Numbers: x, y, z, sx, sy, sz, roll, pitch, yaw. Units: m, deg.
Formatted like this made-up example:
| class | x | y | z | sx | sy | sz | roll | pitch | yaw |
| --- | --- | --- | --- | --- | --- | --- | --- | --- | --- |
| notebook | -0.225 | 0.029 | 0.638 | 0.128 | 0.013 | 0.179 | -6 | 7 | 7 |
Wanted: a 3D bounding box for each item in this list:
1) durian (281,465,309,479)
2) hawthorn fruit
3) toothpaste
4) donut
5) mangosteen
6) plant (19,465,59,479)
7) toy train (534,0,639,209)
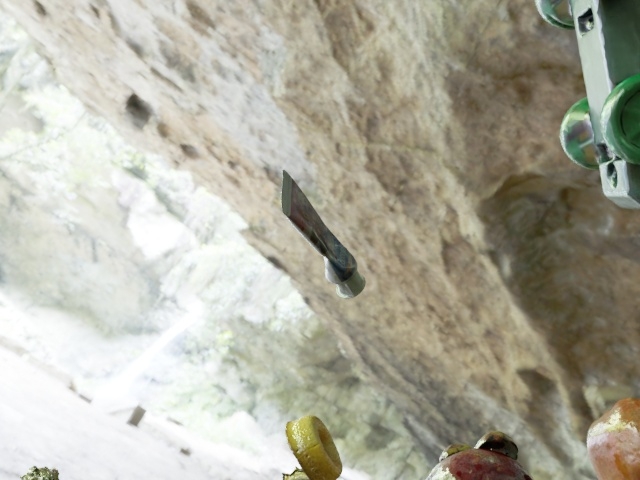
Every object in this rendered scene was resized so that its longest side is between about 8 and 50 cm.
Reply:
| class | x | y | z | sx | sy | sz | roll | pitch | yaw |
| --- | --- | --- | --- | --- | --- | --- | --- | --- | --- |
| durian | -0.001 | 0.607 | 1.713 | 0.224 | 0.140 | 0.078 | 39 | 0 | 26 |
| hawthorn fruit | 0.637 | 0.437 | 1.446 | 0.210 | 0.210 | 0.262 | 42 | 21 | -42 |
| toothpaste | 0.000 | 0.000 | 1.269 | 0.061 | 0.096 | 0.266 | -20 | -47 | 17 |
| donut | -0.009 | 0.420 | 1.523 | 0.152 | 0.058 | 0.152 | 57 | 10 | -16 |
| mangosteen | 0.294 | 0.454 | 1.368 | 0.215 | 0.257 | 0.215 | 10 | -49 | 12 |
| plant | -0.577 | 0.532 | 1.571 | 0.104 | 0.117 | 0.122 | -7 | -34 | 20 |
| toy train | 0.358 | -0.195 | 0.715 | 0.249 | 0.429 | 0.178 | -11 | 3 | 4 |
